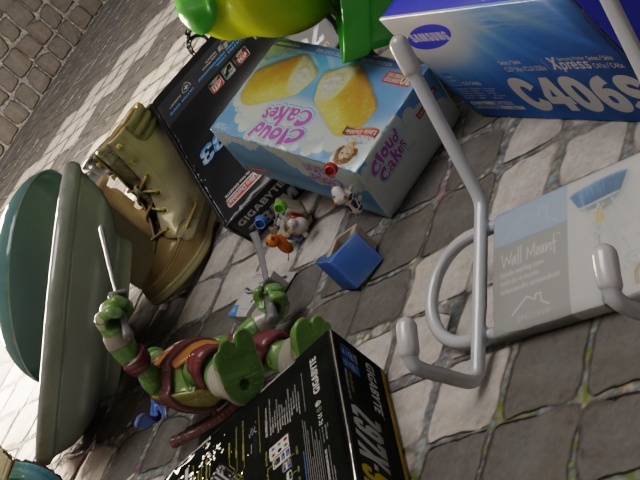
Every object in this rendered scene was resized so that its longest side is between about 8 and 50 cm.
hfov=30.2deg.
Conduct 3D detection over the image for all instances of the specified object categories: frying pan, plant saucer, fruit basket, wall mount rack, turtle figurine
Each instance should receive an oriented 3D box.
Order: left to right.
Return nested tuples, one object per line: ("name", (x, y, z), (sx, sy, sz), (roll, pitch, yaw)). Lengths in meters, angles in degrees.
("plant saucer", (-0.416, 0.053, 1.754), (0.044, 0.317, 0.317), (0, 37, 7))
("plant saucer", (-0.309, 0.098, 1.572), (0.400, 0.101, 0.400), (-174, 90, -80))
("frying pan", (-0.336, -0.123, 1.852), (0.326, 0.053, 0.197), (-40, 2, 1))
("turtle figurine", (-0.119, 0.076, 1.238), (0.266, 0.198, 0.274), (1, 65, 53))
("fruit basket", (-0.002, -0.375, 1.406), (0.392, 0.282, 0.392), (-2, 36, 1))
("wall mount rack", (0.166, -0.054, 0.931), (0.350, 0.130, 0.304), (-25, 53, 46))

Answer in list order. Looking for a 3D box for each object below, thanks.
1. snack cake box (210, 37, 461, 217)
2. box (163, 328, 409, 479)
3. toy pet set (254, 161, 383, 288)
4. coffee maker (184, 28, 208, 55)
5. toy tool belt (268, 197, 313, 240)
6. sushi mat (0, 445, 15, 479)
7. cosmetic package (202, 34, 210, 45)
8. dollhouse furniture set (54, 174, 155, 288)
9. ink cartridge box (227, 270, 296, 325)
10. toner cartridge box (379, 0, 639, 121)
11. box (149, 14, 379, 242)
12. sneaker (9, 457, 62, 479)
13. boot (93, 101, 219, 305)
("snack cake box", (0.013, -0.137, 1.383), (0.264, 0.089, 0.152), (20, 68, 45))
("box", (-0.042, 0.252, 0.984), (0.257, 0.079, 0.322), (-45, 22, 16))
("toy pet set", (0.000, 0.000, 1.260), (0.122, 0.114, 0.065), (-37, 16, 29))
("coffee maker", (-0.152, -0.228, 1.848), (0.171, 0.120, 0.178), (8, 46, 11))
("toy tool belt", (-0.037, -0.017, 1.457), (0.083, 0.052, 0.051), (-114, 35, -69))
("sushi mat", (-0.459, 0.380, 1.460), (0.151, 0.019, 0.316), (25, 96, 48))
("cosmetic package", (-0.111, -0.429, 2.046), (0.107, 0.127, 0.238), (152, 136, -66))
("dollhouse furniture set", (-0.286, -0.072, 1.849), (0.212, 0.161, 0.242), (-36, 26, 30))
("ink cartridge box", (-0.069, 0.063, 1.400), (0.048, 0.028, 0.083), (-6, 48, 59))
("toner cartridge box", (0.204, -0.191, 1.114), (0.075, 0.165, 0.348), (-53, 22, -8))
("box", (-0.070, -0.196, 1.612), (0.295, 0.073, 0.293), (-45, 47, 13))
("sneaker", (-0.439, 0.374, 1.505), (0.262, 0.104, 0.125), (-36, 29, 32))
("boot", (-0.242, -0.055, 1.684), (0.095, 0.203, 0.262), (-25, 33, 46))
